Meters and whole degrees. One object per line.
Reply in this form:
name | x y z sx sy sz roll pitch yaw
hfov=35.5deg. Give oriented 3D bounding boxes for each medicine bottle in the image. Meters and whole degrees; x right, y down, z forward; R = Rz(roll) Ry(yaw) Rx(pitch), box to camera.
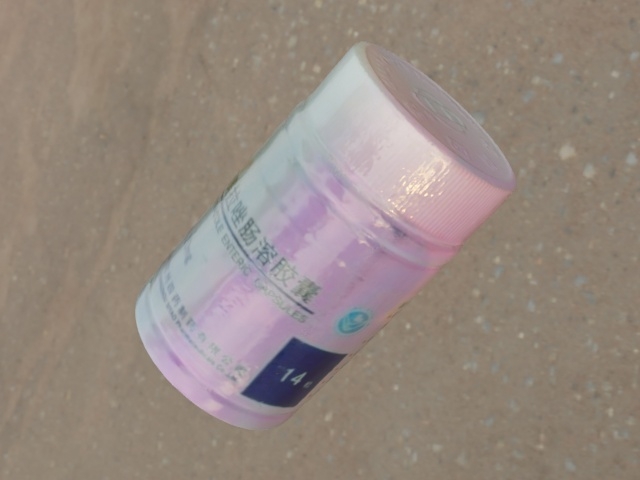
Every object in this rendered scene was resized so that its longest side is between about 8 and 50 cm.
medicine bottle | 0.000 0.000 0.710 0.254 0.152 0.152 -48 40 22
